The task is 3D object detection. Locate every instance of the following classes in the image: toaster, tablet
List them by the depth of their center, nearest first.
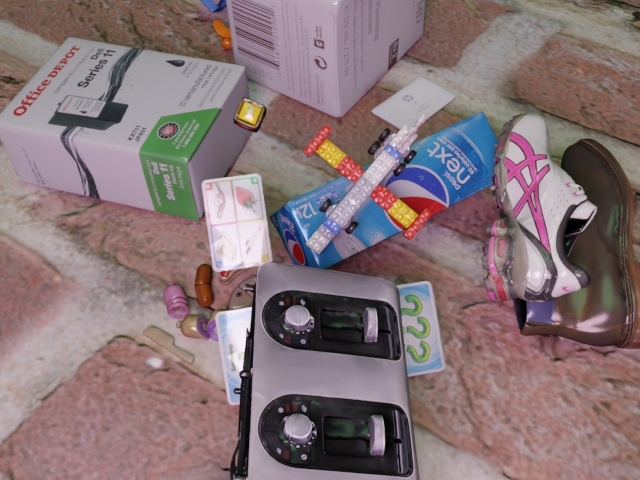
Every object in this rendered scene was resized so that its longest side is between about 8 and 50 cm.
[{"bbox_3d":[-0.005,0.134,0.513,0.110,0.185,0.168,5,48,-6],"label":"toaster"},{"bbox_3d":[0.103,-0.151,0.849,0.083,0.006,0.054,-38,58,-26],"label":"tablet"}]

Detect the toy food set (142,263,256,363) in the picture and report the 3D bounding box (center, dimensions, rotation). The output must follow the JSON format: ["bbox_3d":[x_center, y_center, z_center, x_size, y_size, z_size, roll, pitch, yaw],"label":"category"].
[{"bbox_3d":[-0.097,0.048,0.681,0.078,0.019,0.122,28,56,23],"label":"toy food set"}]

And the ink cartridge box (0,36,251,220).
[{"bbox_3d":[-0.193,-0.118,0.780,0.209,0.086,0.153,12,51,13],"label":"ink cartridge box"}]

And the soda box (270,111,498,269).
[{"bbox_3d":[0.065,-0.041,0.701,0.210,0.071,0.067,-27,89,-18],"label":"soda box"}]

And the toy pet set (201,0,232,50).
[{"bbox_3d":[-0.108,-0.285,0.950,0.114,0.065,0.122,44,61,-8],"label":"toy pet set"}]

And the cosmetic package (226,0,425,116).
[{"bbox_3d":[0.010,-0.266,0.854,0.152,0.151,0.183,28,58,23],"label":"cosmetic package"}]

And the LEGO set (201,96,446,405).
[{"bbox_3d":[0.000,0.000,0.609,0.183,0.060,0.244,-8,89,-4],"label":"LEGO set"}]

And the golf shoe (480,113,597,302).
[{"bbox_3d":[0.184,-0.030,0.635,0.086,0.067,0.186,-3,56,23],"label":"golf shoe"}]

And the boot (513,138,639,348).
[{"bbox_3d":[0.215,-0.007,0.675,0.106,0.082,0.219,-1,52,-1],"label":"boot"}]
